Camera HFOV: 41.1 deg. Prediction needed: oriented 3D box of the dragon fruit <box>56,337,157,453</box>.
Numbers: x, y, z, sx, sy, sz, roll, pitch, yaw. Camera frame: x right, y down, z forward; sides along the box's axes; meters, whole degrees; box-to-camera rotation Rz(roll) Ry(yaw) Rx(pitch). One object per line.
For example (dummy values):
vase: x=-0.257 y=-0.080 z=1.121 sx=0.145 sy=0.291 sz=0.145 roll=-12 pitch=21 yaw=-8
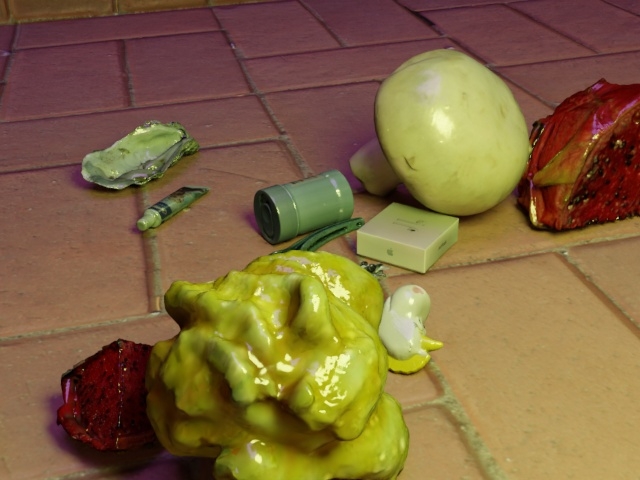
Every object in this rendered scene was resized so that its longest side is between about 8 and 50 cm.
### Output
dragon fruit: x=-0.247 y=0.213 z=1.077 sx=0.127 sy=0.120 sz=0.161 roll=26 pitch=41 yaw=-37

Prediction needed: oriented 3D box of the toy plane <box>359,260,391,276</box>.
toy plane: x=0.070 y=0.052 z=1.384 sx=0.083 sy=0.031 sz=0.078 roll=-15 pitch=15 yaw=-26

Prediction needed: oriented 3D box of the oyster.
oyster: x=-0.372 y=-0.178 z=1.777 sx=0.199 sy=0.087 sz=0.252 roll=10 pitch=37 yaw=2

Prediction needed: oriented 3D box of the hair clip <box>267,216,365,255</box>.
hair clip: x=0.000 y=0.000 z=1.476 sx=0.070 sy=0.039 sz=0.229 roll=15 pitch=32 yaw=31

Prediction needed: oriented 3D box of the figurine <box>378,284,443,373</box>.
figurine: x=0.095 y=0.121 z=1.213 sx=0.178 sy=0.109 sz=0.130 roll=13 pitch=58 yaw=25

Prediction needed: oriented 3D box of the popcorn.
popcorn: x=-0.045 y=0.131 z=0.977 sx=0.321 sy=0.290 sz=0.325 roll=34 pitch=68 yaw=33

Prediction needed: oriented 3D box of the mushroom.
mushroom: x=0.193 y=-0.168 z=1.538 sx=0.314 sy=0.314 sz=0.336 roll=-33 pitch=2 yaw=-43

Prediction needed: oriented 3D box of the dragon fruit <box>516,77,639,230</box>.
dragon fruit: x=0.470 y=-0.128 z=1.592 sx=0.302 sy=0.240 sz=0.330 roll=-39 pitch=15 yaw=-8

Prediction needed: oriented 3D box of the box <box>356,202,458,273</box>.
box: x=0.150 y=-0.006 z=1.461 sx=0.129 sy=0.051 sz=0.130 roll=15 pitch=33 yaw=29

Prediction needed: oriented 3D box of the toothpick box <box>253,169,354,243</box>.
toothpick box: x=-0.030 y=-0.061 z=1.525 sx=0.153 sy=0.101 sz=0.101 roll=-17 pitch=32 yaw=-28

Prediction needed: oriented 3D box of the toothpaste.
toothpaste: x=-0.283 y=-0.067 z=1.624 sx=0.062 sy=0.037 sz=0.216 roll=8 pitch=25 yaw=21
